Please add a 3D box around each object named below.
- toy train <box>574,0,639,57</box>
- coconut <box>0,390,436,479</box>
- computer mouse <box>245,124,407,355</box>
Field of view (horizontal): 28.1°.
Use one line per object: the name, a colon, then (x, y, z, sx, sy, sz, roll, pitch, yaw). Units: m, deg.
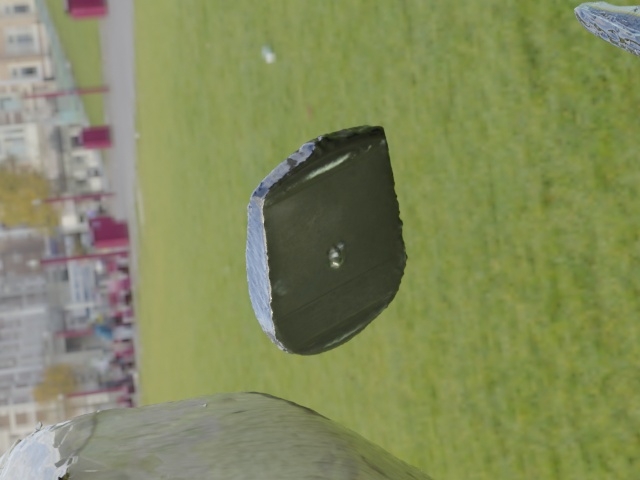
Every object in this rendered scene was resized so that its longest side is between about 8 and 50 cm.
toy train: (0.381, -0.244, 1.492, 0.052, 0.051, 0.234, 55, 174, -35)
coconut: (-0.024, 0.257, 0.556, 0.346, 0.360, 0.346, -42, 28, 29)
computer mouse: (-0.003, -0.002, 1.306, 0.087, 0.168, 0.295, 45, 153, 39)
